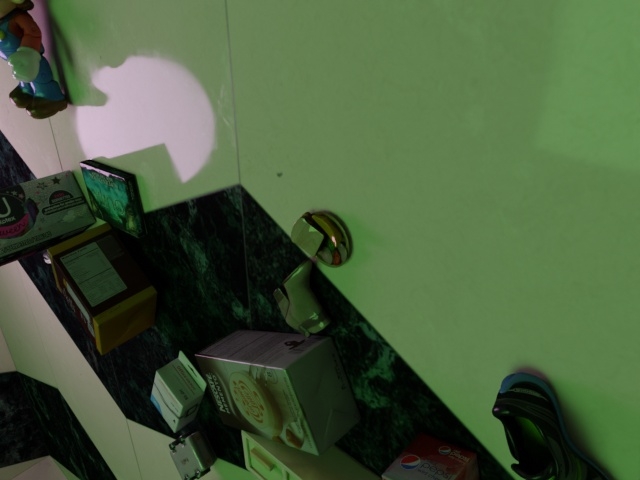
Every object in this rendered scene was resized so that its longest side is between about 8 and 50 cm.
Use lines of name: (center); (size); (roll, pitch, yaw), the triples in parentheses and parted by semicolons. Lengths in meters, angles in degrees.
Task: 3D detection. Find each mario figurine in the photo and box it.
mario figurine: (-0.598, -0.386, 0.960); (0.198, 0.170, 0.321); (3, 128, 8)

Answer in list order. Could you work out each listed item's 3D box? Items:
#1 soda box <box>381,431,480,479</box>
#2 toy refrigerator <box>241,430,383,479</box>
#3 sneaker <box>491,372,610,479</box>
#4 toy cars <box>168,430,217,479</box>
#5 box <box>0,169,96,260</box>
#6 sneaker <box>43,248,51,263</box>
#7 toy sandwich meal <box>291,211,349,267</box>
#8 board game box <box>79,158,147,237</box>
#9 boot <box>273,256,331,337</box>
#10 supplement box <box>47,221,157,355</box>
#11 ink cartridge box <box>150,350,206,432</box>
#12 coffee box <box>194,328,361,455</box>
soda box: (0.159, 0.388, 0.668); (0.083, 0.092, 0.263); (6, 116, 45)
toy refrigerator: (-0.009, 0.389, 0.845); (0.269, 0.094, 0.102); (24, 128, 37)
sneaker: (0.227, 0.225, 0.516); (0.067, 0.078, 0.188); (-35, 86, 50)
toy cars: (-0.282, 0.586, 1.254); (0.176, 0.087, 0.394); (26, 125, 43)
box: (-0.670, -0.044, 1.174); (0.163, 0.247, 0.142); (-19, 98, 49)
sneaker: (-0.680, 0.012, 1.363); (0.170, 0.063, 0.075); (-13, 102, 44)
toy sandwich meal: (0.000, 0.000, 0.664); (0.085, 0.029, 0.086); (24, 128, 36)
board game box: (-0.421, -0.087, 1.060); (0.186, 0.026, 0.126); (19, 124, 39)
boot: (-0.018, 0.084, 0.728); (0.087, 0.042, 0.118); (48, 140, 6)
supplement box: (-0.459, 0.105, 1.110); (0.194, 0.129, 0.191); (51, 147, 12)
ink cartridge box: (-0.320, 0.338, 1.168); (0.104, 0.060, 0.180); (45, 137, 19)
coffee box: (-0.074, 0.225, 0.815); (0.246, 0.098, 0.141); (-8, 105, 48)
